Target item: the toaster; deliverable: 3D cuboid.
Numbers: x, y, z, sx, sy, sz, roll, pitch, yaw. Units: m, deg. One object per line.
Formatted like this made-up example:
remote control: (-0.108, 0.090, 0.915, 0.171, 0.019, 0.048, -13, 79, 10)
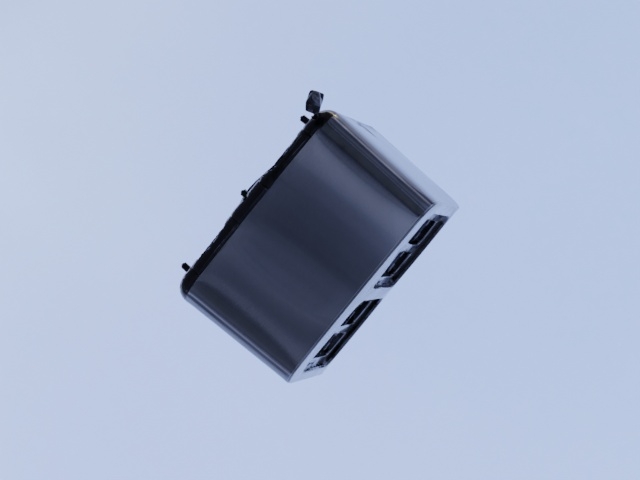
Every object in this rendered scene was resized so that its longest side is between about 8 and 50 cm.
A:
toaster: (0.000, 0.000, 1.246, 0.110, 0.185, 0.168, 40, -84, 10)
